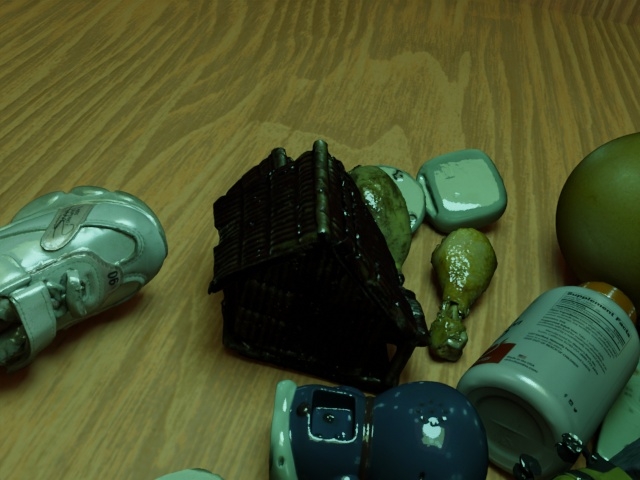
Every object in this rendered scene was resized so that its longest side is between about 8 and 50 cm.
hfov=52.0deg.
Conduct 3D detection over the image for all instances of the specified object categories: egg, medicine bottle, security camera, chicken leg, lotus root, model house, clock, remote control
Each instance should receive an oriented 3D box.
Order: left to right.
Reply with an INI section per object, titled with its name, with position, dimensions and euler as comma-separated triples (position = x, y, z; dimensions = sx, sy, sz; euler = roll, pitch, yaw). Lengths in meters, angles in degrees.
[model house]
position = 0.000, 0.000, 0.886
dimensions = 0.296, 0.283, 0.317
euler = 4, 40, -5
[lotus root]
position = 0.078, -0.019, 1.044
dimensions = 0.138, 0.138, 0.214
euler = -9, 70, -21
[clock]
position = 0.065, 0.234, 0.732
dimensions = 0.243, 0.147, 0.200
euler = 2, 35, 4
[security camera]
position = 0.177, -0.071, 1.169
dimensions = 0.301, 0.080, 0.157
euler = -13, 64, -5
[chicken leg]
position = 0.211, 0.075, 0.997
dimensions = 0.107, 0.087, 0.252
euler = 21, 45, 2
[medicine bottle]
position = 0.310, 0.160, 0.850
dimensions = 0.157, 0.157, 0.288
euler = 33, 45, 27
[remote control]
position = 0.440, 0.216, 0.902
dimensions = 0.090, 0.038, 0.309
euler = 25, 41, 18
[egg]
position = 0.514, -0.022, 1.001
dimensions = 0.282, 0.283, 0.351
euler = 5, 18, -4

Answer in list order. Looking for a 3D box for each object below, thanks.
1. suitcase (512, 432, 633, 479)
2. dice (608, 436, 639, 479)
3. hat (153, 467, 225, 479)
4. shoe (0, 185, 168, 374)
[suitcase]
position = 0.264, 0.328, 0.611
dimensions = 0.143, 0.194, 0.235
euler = -9, 42, -35
[dice]
position = 0.415, 0.277, 0.679
dimensions = 0.183, 0.182, 0.182
euler = -21, 68, -30
[hat]
position = -0.161, 0.332, 0.586
dimensions = 0.257, 0.168, 0.301
euler = 8, 8, -38
[shoe]
position = -0.360, 0.067, 0.820
dimensions = 0.350, 0.172, 0.198
euler = -16, 34, -11
